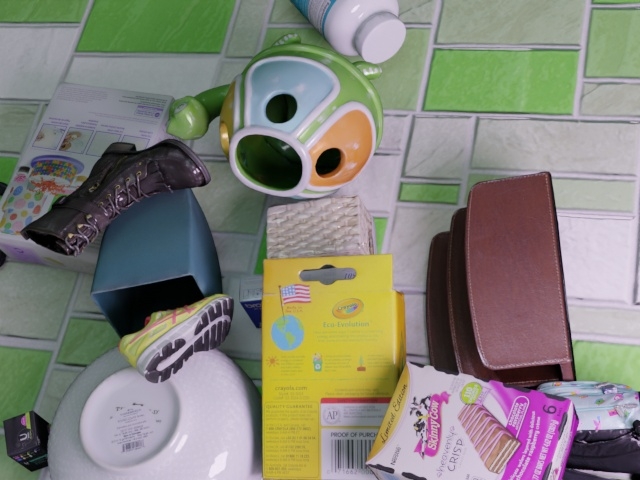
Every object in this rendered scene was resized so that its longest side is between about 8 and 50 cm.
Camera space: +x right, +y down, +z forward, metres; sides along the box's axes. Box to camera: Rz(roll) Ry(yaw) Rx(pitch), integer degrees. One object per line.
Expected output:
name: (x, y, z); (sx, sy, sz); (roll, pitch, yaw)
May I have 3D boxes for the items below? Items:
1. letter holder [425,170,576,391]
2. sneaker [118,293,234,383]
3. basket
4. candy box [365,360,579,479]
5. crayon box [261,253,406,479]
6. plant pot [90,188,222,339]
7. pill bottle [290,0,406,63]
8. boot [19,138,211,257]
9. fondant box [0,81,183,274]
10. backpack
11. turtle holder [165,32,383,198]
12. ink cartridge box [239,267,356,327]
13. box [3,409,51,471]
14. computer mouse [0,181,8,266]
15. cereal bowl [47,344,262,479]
letter holder: (0.249, 0.077, 1.562); (0.214, 0.152, 0.302); (-7, 59, 13)
sneaker: (-0.210, 0.126, 1.575); (0.094, 0.081, 0.208); (23, 33, 30)
basket: (0.000, 0.000, 1.699); (0.167, 0.103, 0.113); (-7, 60, 10)
candy box: (0.196, 0.260, 1.381); (0.233, 0.071, 0.159); (9, 61, 29)
crayon box: (0.021, 0.183, 1.540); (0.202, 0.081, 0.318); (-2, 83, 14)
plant pot: (-0.255, 0.024, 1.725); (0.165, 0.166, 0.234); (-11, 51, 9)
pill bottle: (0.043, -0.429, 1.912); (0.146, 0.146, 0.264); (-34, 58, -6)
boot: (-0.317, -0.054, 1.659); (0.263, 0.091, 0.229); (4, 43, 40)
fondant box: (-0.404, -0.111, 1.879); (0.238, 0.096, 0.330); (10, 63, 20)
backpack: (0.369, 0.256, 1.442); (0.182, 0.152, 0.115); (-2, 44, 18)
turtle holder: (-0.067, -0.196, 1.710); (0.320, 0.243, 0.227); (34, 42, 0)
ink cartridge box: (-0.013, 0.088, 1.656); (0.207, 0.097, 0.046); (-6, 59, 12)
box: (-0.445, 0.310, 1.652); (0.052, 0.083, 0.062); (-20, 57, 3)
computer mouse: (-0.663, -0.045, 1.931); (0.262, 0.060, 0.184); (10, 65, 20)
cereal bowl: (-0.254, 0.284, 1.584); (0.339, 0.141, 0.339); (-6, 59, 10)
